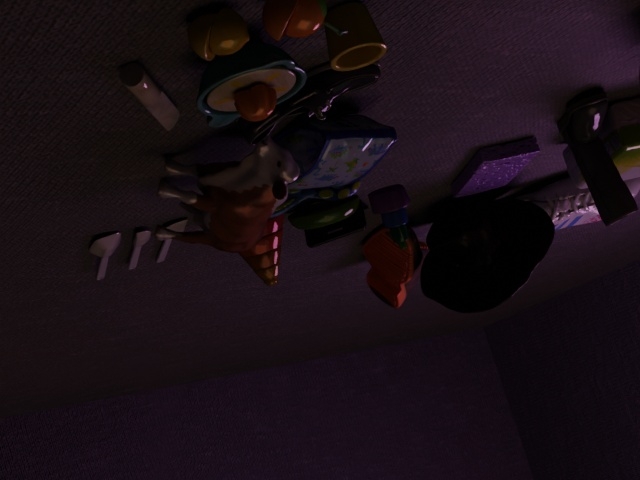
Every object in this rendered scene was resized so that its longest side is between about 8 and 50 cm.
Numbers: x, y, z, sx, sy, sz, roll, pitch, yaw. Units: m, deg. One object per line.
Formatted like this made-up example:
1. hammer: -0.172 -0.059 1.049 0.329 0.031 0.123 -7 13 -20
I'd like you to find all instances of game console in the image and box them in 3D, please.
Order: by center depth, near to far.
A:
1. game console: 0.035 -0.027 2.140 0.122 0.107 0.071 -20 138 11

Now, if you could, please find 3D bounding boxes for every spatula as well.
1. spatula: -0.335 0.017 1.986 0.168 0.019 0.242 -18 169 -20

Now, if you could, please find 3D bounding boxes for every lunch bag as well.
1. lunch bag: 0.020 -0.135 1.621 0.129 0.096 0.151 -7 173 -34

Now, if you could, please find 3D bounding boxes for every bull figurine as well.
1. bull figurine: -0.140 -0.062 1.620 0.188 0.101 0.310 11 155 -6

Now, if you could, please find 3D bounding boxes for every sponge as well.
1. sponge: 0.333 -0.138 2.130 0.117 0.031 0.210 -14 167 -13

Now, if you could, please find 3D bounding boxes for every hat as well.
1. hat: 0.321 -0.007 2.332 0.331 0.331 0.134 -24 124 28

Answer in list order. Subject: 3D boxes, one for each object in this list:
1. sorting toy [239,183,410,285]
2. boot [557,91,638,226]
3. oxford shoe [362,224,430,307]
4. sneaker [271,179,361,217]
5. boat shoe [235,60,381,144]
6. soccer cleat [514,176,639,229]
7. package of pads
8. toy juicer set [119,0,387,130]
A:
1. sorting toy: 0.000 0.000 1.910 0.365 0.126 0.127 -11 -169 31
2. boot: 0.493 -0.138 1.934 0.076 0.208 0.189 -17 167 -2
3. oxford shoe: 0.182 0.028 2.514 0.133 0.130 0.364 -47 167 -17
4. sneaker: -0.025 -0.087 1.863 0.188 0.067 0.078 -17 -172 -4
5. boat shoe: -0.012 -0.181 1.458 0.206 0.065 0.075 -18 167 4
6. soccer cleat: 0.537 -0.076 2.421 0.331 0.116 0.143 -22 178 27
7. package of pads: 0.634 -0.199 2.101 0.296 0.101 0.229 -12 165 -16
8. toy juicer set: -0.102 -0.187 1.276 0.329 0.089 0.209 -22 166 24
